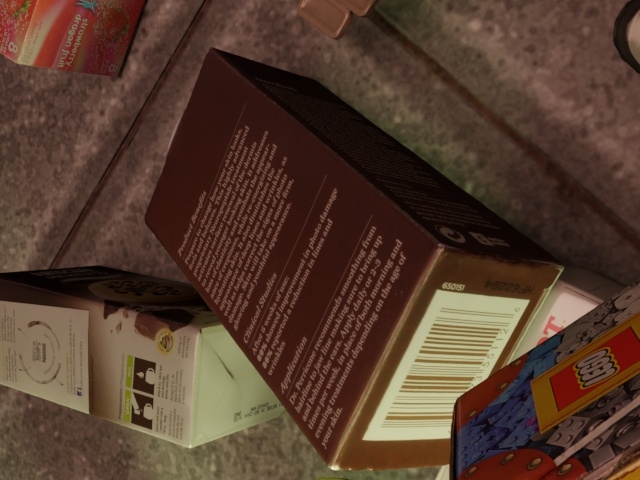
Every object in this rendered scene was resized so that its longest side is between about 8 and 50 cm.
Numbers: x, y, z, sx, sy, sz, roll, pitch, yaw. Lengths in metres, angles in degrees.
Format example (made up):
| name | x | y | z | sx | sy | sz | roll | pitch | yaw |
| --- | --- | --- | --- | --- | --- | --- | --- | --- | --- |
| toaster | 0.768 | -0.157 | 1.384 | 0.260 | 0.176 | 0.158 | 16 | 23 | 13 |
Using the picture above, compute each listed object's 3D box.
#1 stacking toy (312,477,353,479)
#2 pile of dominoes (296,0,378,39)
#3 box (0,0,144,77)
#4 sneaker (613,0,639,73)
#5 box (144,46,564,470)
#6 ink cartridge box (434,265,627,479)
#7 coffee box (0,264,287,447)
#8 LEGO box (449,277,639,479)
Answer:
| name | x | y | z | sx | sy | sz | roll | pitch | yaw |
| --- | --- | --- | --- | --- | --- | --- | --- | --- | --- |
| stacking toy | 0.077 | 0.372 | 0.869 | 0.309 | 0.130 | 0.279 | 7 | 85 | 24 |
| pile of dominoes | 0.059 | -0.300 | 0.802 | 0.251 | 0.040 | 0.196 | -34 | 66 | 31 |
| box | -0.266 | -0.345 | 1.003 | 0.142 | 0.154 | 0.300 | 33 | 109 | 26 |
| sneaker | 0.337 | -0.130 | 0.653 | 0.271 | 0.108 | 0.100 | 24 | 107 | 31 |
| box | 0.000 | 0.000 | 0.788 | 0.381 | 0.143 | 0.191 | 45 | 117 | 45 |
| ink cartridge box | 0.270 | 0.181 | 0.700 | 0.306 | 0.131 | 0.226 | 30 | 107 | 29 |
| coffee box | -0.191 | 0.108 | 0.972 | 0.297 | 0.168 | 0.119 | 9 | 98 | 32 |
| LEGO box | 0.363 | 0.210 | 0.470 | 0.372 | 0.193 | 0.500 | -36 | 93 | 13 |
